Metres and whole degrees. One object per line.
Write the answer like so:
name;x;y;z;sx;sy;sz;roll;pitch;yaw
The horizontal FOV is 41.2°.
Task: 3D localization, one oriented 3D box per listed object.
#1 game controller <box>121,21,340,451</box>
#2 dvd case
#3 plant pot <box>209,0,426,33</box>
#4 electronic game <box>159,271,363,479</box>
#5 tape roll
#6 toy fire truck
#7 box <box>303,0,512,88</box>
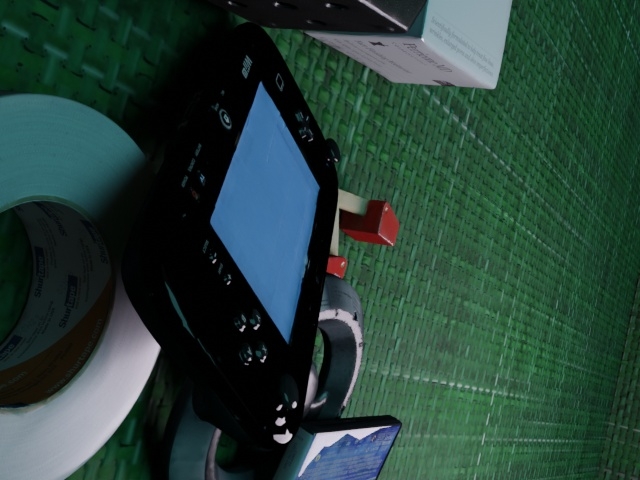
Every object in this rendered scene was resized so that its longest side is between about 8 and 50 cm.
game controller;-0.043;-0.021;0.567;0.319;0.067;0.166;-81;156;-52
dvd case;-0.019;0.278;0.786;0.180;0.022;0.253;16;100;-60
plant pot;-0.008;-0.232;0.549;0.188;0.187;0.167;6;95;-59
electronic game;-0.041;0.130;0.707;0.229;0.048;0.229;-36;142;-34
tape roll;-0.178;0.028;0.461;0.219;0.072;0.219;-24;120;-53
toy fire truck;0.000;0.000;0.767;0.192;0.047;0.135;40;65;-54
box;0.092;-0.248;0.774;0.181;0.119;0.182;10;91;-59
